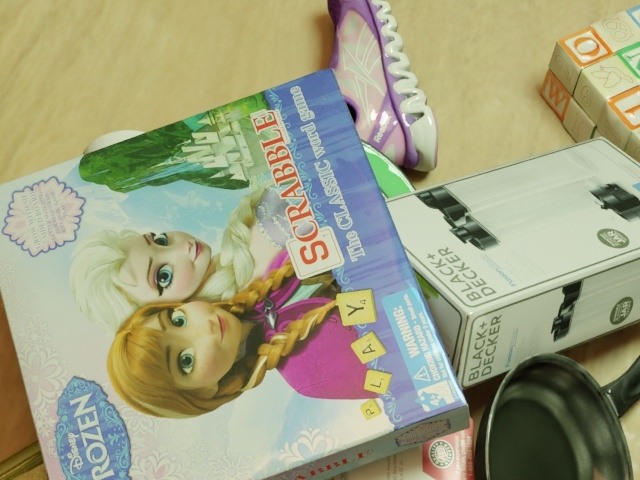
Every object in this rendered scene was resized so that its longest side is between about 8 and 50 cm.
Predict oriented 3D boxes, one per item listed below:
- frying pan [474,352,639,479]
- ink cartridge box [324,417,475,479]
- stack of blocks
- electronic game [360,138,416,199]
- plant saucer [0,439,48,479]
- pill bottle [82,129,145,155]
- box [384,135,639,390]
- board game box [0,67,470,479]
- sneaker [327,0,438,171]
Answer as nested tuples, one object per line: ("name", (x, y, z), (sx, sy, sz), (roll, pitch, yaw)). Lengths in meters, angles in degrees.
("frying pan", (0.213, 0.144, 1.167), (0.197, 0.053, 0.326), (45, 49, -26))
("ink cartridge box", (0.012, 0.225, 1.117), (0.217, 0.092, 0.159), (4, 56, -3))
("stack of blocks", (0.376, -0.099, 1.363), (0.171, 0.087, 0.297), (-24, 62, -19))
("electronic game", (0.000, 0.000, 1.257), (0.229, 0.048, 0.229), (8, 66, -19))
("plant saucer", (-0.230, 0.252, 1.108), (0.188, 0.045, 0.188), (-31, 64, -22))
("pill bottle", (-0.165, 0.000, 1.241), (0.108, 0.108, 0.193), (-8, 58, -10))
("box", (0.187, 0.013, 1.217), (0.290, 0.087, 0.169), (-16, 42, -28))
("board game box", (-0.085, 0.053, 1.100), (0.318, 0.066, 0.319), (-20, 65, -2))
("sneaker", (0.037, -0.163, 1.380), (0.104, 0.095, 0.236), (-16, 60, -5))
